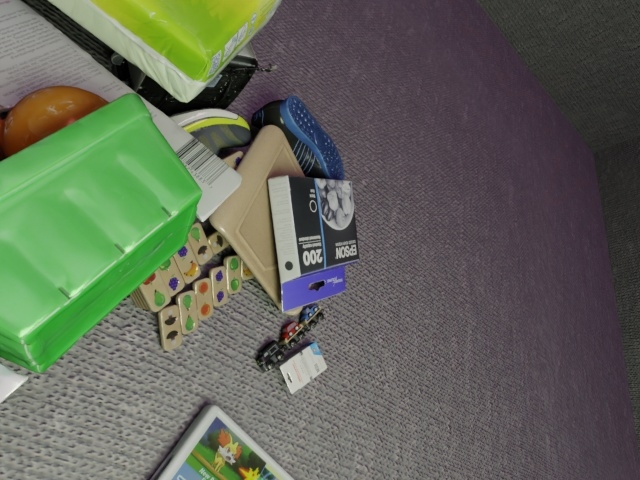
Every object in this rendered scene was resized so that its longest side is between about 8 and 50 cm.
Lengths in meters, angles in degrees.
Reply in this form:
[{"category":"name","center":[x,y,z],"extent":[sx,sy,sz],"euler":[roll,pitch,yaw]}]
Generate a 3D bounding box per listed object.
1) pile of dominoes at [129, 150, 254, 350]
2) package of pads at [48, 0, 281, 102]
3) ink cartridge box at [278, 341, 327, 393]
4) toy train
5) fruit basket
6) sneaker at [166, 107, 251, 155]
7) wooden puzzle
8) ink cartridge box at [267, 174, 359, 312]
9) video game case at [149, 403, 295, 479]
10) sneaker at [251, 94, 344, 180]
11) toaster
[{"category":"pile of dominoes","center":[-0.152,0.009,0.607],"extent":[0.251,0.040,0.196],"euler":[-43,127,-44]},{"category":"package of pads","center":[-0.201,-0.331,0.495],"extent":[0.296,0.101,0.229],"euler":[37,56,-14]},{"category":"ink cartridge box","center":[-0.033,0.203,0.692],"extent":[0.083,0.028,0.048],"euler":[-23,88,-45]},{"category":"toy train","center":[-0.046,0.152,0.706],"extent":[0.036,0.027,0.158],"euler":[51,47,2]},{"category":"fruit basket","center":[-0.304,-0.068,0.394],"extent":[0.352,0.165,0.327],"euler":[35,53,5]},{"category":"sneaker","center":[-0.217,-0.109,0.623],"extent":[0.299,0.111,0.122],"euler":[-28,106,-42]},{"category":"wooden puzzle","center":[-0.070,-0.030,0.710],"extent":[0.239,0.044,0.221],"euler":[57,41,-40]},{"category":"ink cartridge box","center":[0.000,0.000,0.731],"extent":[0.206,0.045,0.209],"euler":[-9,94,-58]},{"category":"video game case","center":[-0.114,0.429,0.525],"extent":[0.329,0.036,0.300],"euler":[50,48,-14]},{"category":"sneaker","center":[-0.035,-0.171,0.819],"extent":[0.232,0.090,0.082],"euler":[50,42,-44]},{"category":"toaster","center":[-0.195,-0.259,0.642],"extent":[0.185,0.168,0.110],"euler":[-11,78,-43]}]
